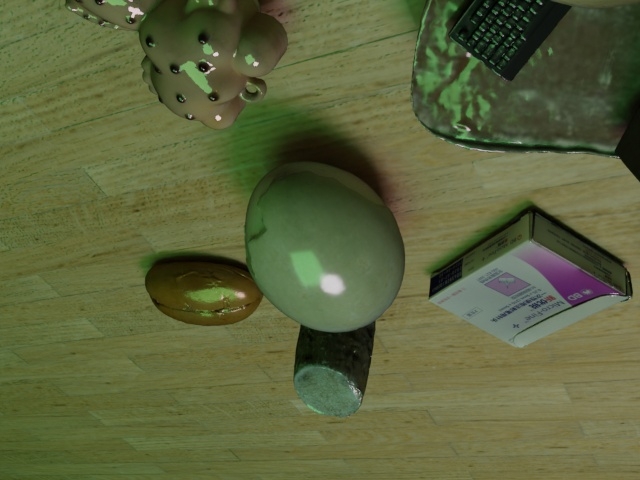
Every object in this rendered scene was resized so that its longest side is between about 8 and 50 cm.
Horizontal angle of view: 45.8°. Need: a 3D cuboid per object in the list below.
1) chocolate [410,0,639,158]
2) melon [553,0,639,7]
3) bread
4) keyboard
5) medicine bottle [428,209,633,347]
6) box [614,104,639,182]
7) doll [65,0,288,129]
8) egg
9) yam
[{"bbox_3d":[0.210,-0.164,0.702,0.253,0.080,0.157,6,117,0],"label":"chocolate"},{"bbox_3d":[0.214,-0.289,0.443,0.223,0.223,0.317,20,142,-8],"label":"melon"},{"bbox_3d":[-0.179,0.082,1.134,0.189,0.077,0.114,1,144,11],"label":"bread"},{"bbox_3d":[0.193,-0.227,0.618,0.074,0.015,0.196,35,110,-12],"label":"keyboard"},{"bbox_3d":[0.268,0.057,0.988,0.171,0.052,0.201,29,141,-19],"label":"medicine bottle"},{"bbox_3d":[0.387,-0.123,0.585,0.188,0.153,0.252,16,116,-7],"label":"box"},{"bbox_3d":[-0.159,-0.231,0.726,0.154,0.119,0.278,-27,117,38],"label":"doll"},{"bbox_3d":[0.000,0.000,0.892,0.183,0.183,0.217,-5,138,22],"label":"egg"},{"bbox_3d":[0.021,0.135,1.042,0.107,0.194,0.107,6,143,5],"label":"yam"}]
